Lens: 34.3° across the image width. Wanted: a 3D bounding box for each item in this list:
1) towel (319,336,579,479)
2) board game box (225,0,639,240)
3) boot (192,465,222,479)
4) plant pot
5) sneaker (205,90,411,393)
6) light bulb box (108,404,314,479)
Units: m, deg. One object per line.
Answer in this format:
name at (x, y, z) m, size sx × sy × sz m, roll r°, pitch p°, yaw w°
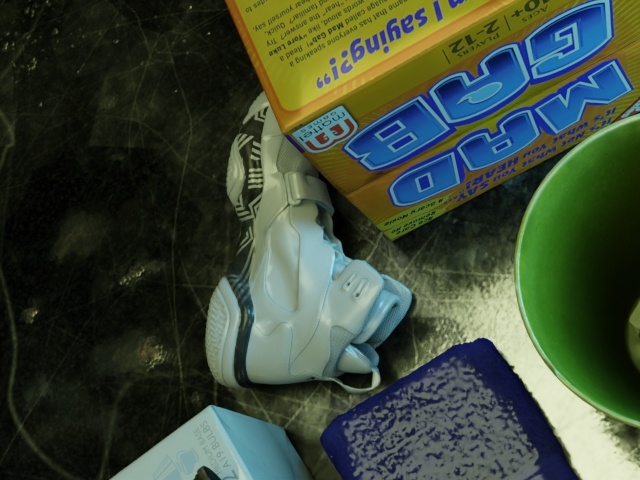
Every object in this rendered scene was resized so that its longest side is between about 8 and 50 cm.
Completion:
towel at (0.160, 0.280, 1.089) m, size 0.227 × 0.076 × 0.308 m, roll -31°, pitch 65°, yaw 2°
board game box at (0.113, -0.274, 1.117) m, size 0.356 × 0.356 × 0.356 m, roll -28°, pitch 66°, yaw 11°
boot at (-0.088, 0.315, 0.913) m, size 0.106 × 0.082 × 0.219 m, roll -33°, pitch 67°, yaw 4°
plant pot at (0.343, 0.059, 0.959) m, size 0.274 × 0.293 × 0.275 m, roll -6°, pitch 72°, yaw 20°
sneaker at (0.000, 0.000, 1.200) m, size 0.210 × 0.137 × 0.366 m, roll 6°, pitch 82°, yaw 22°
light bulb box at (-0.128, 0.424, 1.064) m, size 0.361 × 0.225 × 0.358 m, roll -38°, pitch 65°, yaw 5°
